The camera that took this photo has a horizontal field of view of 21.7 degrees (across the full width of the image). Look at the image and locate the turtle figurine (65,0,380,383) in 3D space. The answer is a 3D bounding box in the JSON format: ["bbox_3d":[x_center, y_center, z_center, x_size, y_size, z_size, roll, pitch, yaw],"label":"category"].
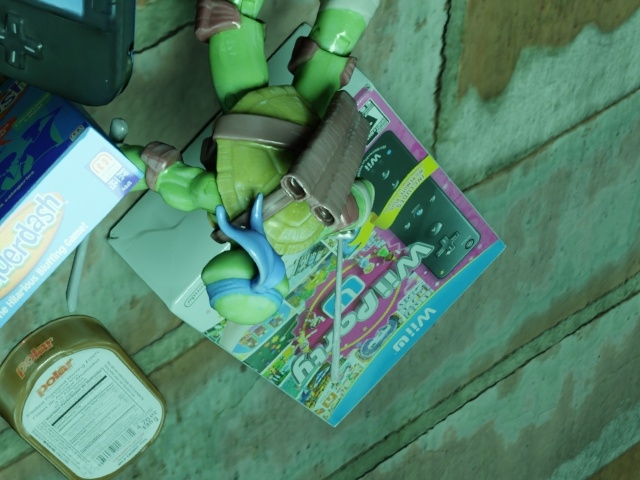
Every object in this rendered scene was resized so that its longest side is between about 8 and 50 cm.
[{"bbox_3d":[-0.059,-0.065,1.122,0.274,0.198,0.266,85,16,-75],"label":"turtle figurine"}]

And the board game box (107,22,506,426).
[{"bbox_3d":[0.000,0.000,1.341,0.224,0.097,0.303,-47,147,0],"label":"board game box"}]

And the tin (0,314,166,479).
[{"bbox_3d":[-0.186,0.129,1.323,0.106,0.040,0.189,-46,147,-10],"label":"tin"}]

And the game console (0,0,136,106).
[{"bbox_3d":[-0.237,-0.185,0.832,0.173,0.250,0.293,-53,158,-44],"label":"game console"}]

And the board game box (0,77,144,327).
[{"bbox_3d":[-0.197,-0.021,1.006,0.160,0.210,0.047,-47,115,-1],"label":"board game box"}]
